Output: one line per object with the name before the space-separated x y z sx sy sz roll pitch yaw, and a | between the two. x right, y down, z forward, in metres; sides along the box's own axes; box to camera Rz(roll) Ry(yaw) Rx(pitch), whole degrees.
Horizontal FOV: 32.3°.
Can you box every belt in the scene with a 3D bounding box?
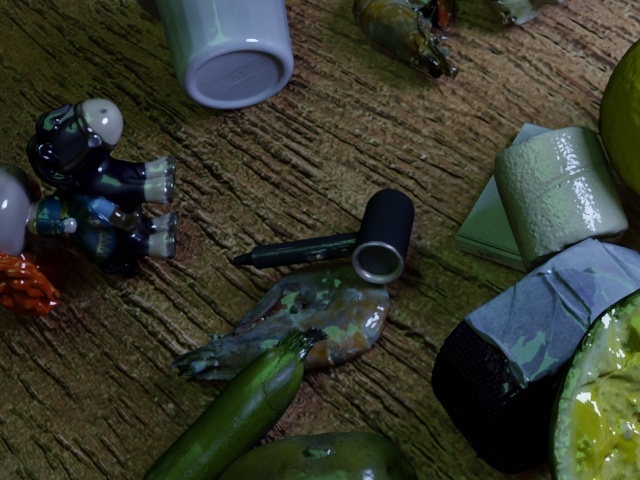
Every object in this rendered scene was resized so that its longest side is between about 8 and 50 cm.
belt | 0.261 0.115 1.212 0.289 0.184 0.164 -33 44 -1

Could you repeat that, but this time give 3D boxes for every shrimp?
shrimp | 0.153 -0.331 1.659 0.152 0.063 0.287 -31 47 -7
shrimp | -0.057 0.110 1.479 0.317 0.062 0.164 -17 45 15

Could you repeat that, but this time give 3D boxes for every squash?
squash | -0.109 0.229 1.393 0.331 0.087 0.087 -49 48 6

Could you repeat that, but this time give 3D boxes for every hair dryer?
hair dryer | 0.000 0.000 1.481 0.255 0.070 0.128 -6 37 22

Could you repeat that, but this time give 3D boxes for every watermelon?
watermelon | 0.370 0.191 1.073 0.331 0.189 0.330 1 76 -5

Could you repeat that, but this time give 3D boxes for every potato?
potato | -0.025 0.295 1.300 0.272 0.111 0.160 -15 55 22

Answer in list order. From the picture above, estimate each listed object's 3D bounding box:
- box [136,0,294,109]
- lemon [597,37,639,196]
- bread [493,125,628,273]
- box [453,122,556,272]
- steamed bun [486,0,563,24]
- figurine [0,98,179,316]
box | -0.166 -0.336 1.707 0.262 0.291 0.206 -51 47 51
lemon | 0.461 -0.143 1.227 0.320 0.245 0.245 -4 58 34
bread | 0.284 -0.044 1.300 0.134 0.148 0.141 -22 73 18
box | 0.265 -0.059 1.424 0.109 0.029 0.198 20 70 38
steamed bun | 0.308 -0.395 1.580 0.177 0.106 0.192 -32 58 22
figurine | -0.403 -0.044 1.616 0.412 0.306 0.241 -23 41 13
